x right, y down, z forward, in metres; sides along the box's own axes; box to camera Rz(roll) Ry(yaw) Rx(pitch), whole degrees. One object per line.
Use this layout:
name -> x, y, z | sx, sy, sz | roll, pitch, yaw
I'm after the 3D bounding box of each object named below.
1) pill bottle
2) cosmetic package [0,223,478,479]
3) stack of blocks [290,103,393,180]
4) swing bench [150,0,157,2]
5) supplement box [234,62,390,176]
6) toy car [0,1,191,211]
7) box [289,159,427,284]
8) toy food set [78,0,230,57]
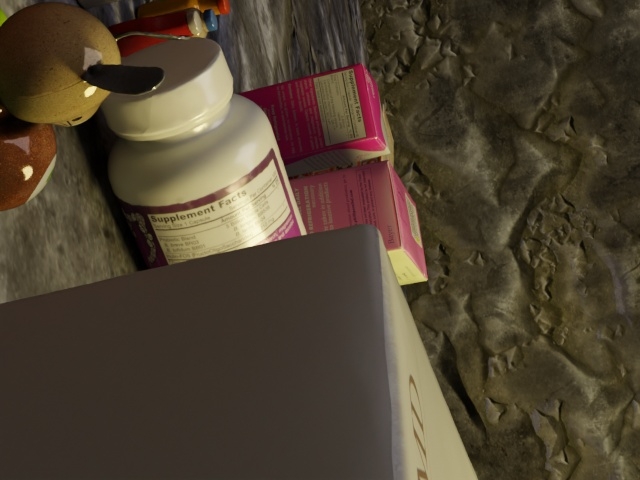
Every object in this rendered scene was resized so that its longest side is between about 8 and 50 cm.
pill bottle -> -0.112, -0.041, 1.050 | 0.169, 0.169, 0.302 | -84, 160, -56
cosmetic package -> -0.065, 0.263, 0.581 | 0.394, 0.327, 0.329 | 65, 18, -46
stack of blocks -> 0.036, -0.114, 1.844 | 0.297, 0.171, 0.087 | -85, 160, -52
swing bench -> -0.101, -0.428, 1.259 | 0.165, 0.254, 0.253 | -66, 144, -71
supplement box -> -0.025, -0.156, 1.452 | 0.111, 0.220, 0.114 | 29, 51, -76
toy car -> -0.181, -0.100, 0.711 | 0.155, 0.188, 0.149 | -83, 158, -57
box -> 0.000, 0.000, 1.367 | 0.213, 0.242, 0.117 | 40, 39, -71
toy food set -> -0.177, -0.265, 1.104 | 0.232, 0.104, 0.111 | 53, 28, -66
